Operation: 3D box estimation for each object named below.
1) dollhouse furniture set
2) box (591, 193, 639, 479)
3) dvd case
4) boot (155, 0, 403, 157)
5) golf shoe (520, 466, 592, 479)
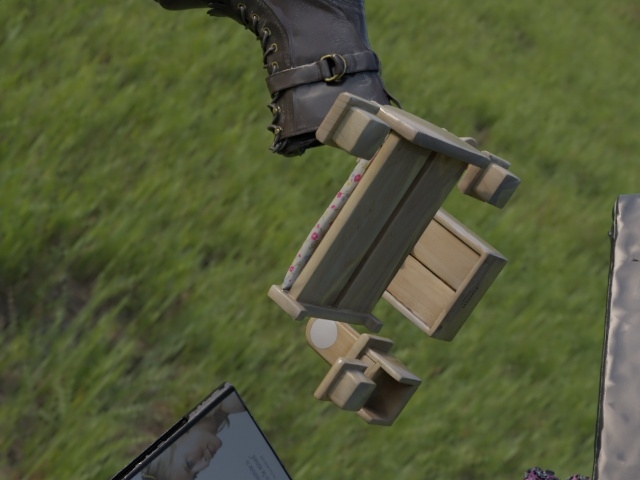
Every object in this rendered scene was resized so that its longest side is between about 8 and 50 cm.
[{"bbox_3d":[0.000,0.000,1.418,0.174,0.303,0.355,40,13,32],"label":"dollhouse furniture set"},{"bbox_3d":[0.509,0.214,1.398,0.297,0.480,0.471,59,36,-50],"label":"box"},{"bbox_3d":[-0.161,0.309,1.798,0.022,0.253,0.180,25,-30,52],"label":"dvd case"},{"bbox_3d":[-0.049,-0.200,1.615,0.091,0.263,0.229,40,44,-74],"label":"boot"},{"bbox_3d":[0.297,0.329,1.858,0.186,0.086,0.067,16,27,-32],"label":"golf shoe"}]
